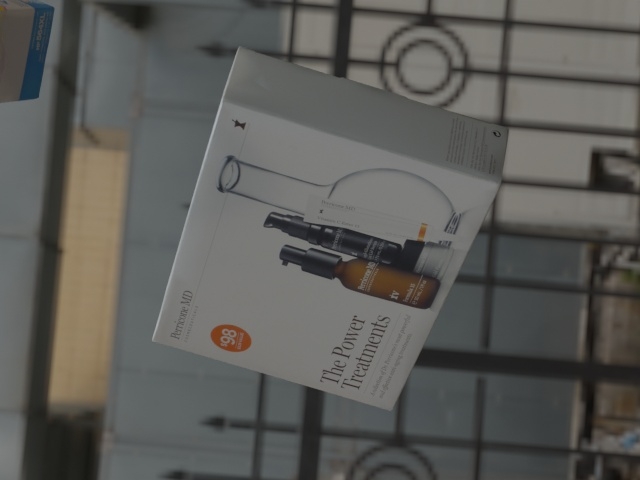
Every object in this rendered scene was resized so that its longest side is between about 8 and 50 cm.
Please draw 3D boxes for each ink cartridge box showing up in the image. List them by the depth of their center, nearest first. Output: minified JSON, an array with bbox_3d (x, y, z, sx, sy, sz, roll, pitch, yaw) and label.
[{"bbox_3d":[-0.321,-0.175,1.469,0.143,0.092,0.089,-16,-55,-59],"label":"ink cartridge box"}]

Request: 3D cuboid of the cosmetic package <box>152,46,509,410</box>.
[{"bbox_3d":[0.000,0.000,1.744,0.377,0.285,0.097,110,177,-45],"label":"cosmetic package"}]
